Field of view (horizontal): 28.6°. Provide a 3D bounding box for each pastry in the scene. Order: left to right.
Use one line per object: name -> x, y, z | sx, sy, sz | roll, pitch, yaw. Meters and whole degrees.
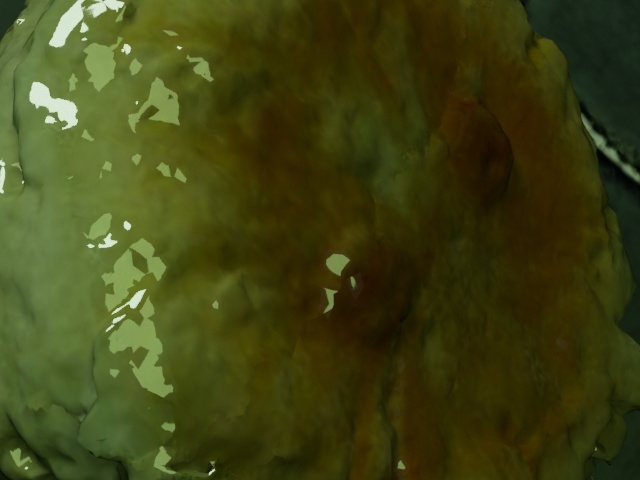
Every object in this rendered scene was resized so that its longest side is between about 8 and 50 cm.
pastry -> 0.000, 0.000, 0.509 | 0.330, 0.136, 0.329 | 13, 70, -42
